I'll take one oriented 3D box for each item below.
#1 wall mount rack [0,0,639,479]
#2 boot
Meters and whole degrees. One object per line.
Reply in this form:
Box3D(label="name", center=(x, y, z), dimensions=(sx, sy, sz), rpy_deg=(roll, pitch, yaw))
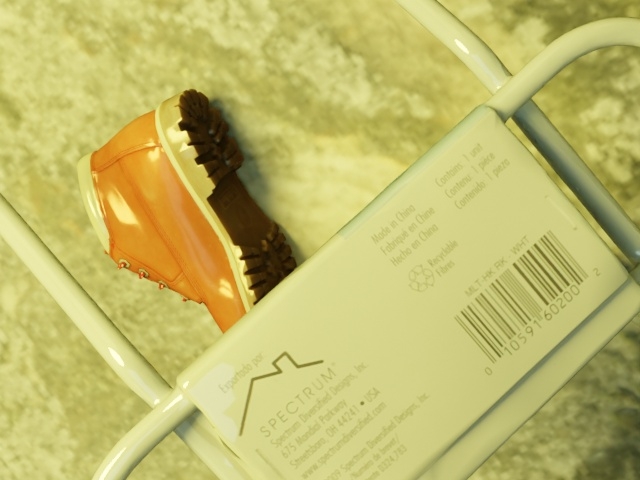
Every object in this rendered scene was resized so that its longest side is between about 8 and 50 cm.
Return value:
Box3D(label="wall mount rack", center=(0.000, 0.000, 0.633), dimensions=(0.350, 0.130, 0.304), rpy_deg=(-42, 101, -5))
Box3D(label="boot", center=(-0.066, 0.009, 0.726), dimensions=(0.085, 0.059, 0.158), rpy_deg=(-24, 96, 22))
